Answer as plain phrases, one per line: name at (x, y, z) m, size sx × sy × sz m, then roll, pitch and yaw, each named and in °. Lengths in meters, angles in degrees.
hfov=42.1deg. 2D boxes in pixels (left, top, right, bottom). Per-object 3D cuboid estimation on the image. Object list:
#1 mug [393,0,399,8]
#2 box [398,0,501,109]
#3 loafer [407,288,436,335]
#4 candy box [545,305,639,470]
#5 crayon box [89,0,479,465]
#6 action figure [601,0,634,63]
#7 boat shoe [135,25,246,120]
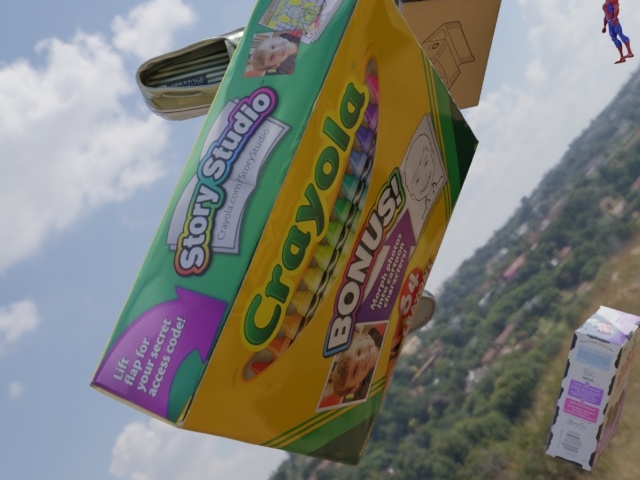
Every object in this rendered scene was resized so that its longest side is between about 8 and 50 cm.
mug at (0.132, -0.422, 1.659) m, size 0.276 × 0.374 × 0.328 m, roll -6°, pitch 4°, yaw -33°
box at (0.181, -0.276, 1.248) m, size 0.164 × 0.021 × 0.201 m, roll -14°, pitch -44°, yaw -19°
loafer at (0.083, 0.141, 1.338) m, size 0.319 × 0.111 × 0.112 m, roll -13°, pitch -62°, yaw -40°
candy box at (0.408, 0.213, 1.230) m, size 0.165 × 0.070 × 0.196 m, roll -17°, pitch -61°, yaw -57°
crayon box at (0.000, 0.000, 0.738) m, size 0.313 × 0.106 × 0.362 m, roll 37°, pitch -108°, yaw -60°
action figure at (0.446, -0.329, 1.267) m, size 0.030 × 0.115 × 0.038 m, roll -10°, pitch -7°, yaw -9°
boat shoe at (-0.102, -0.235, 1.127) m, size 0.302 × 0.109 × 0.094 m, roll -19°, pitch -8°, yaw 4°
